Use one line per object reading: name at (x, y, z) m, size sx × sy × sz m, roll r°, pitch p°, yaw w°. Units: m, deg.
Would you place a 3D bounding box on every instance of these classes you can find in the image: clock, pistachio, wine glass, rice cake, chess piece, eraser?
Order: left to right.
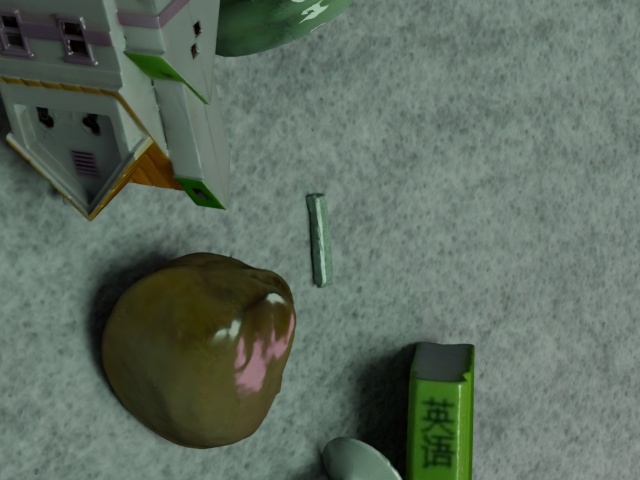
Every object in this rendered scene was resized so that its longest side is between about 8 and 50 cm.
clock at (-0.210, -0.163, 1.630) m, size 0.166 × 0.235 × 0.309 m, roll -54°, pitch 144°, yaw -45°
pistachio at (-0.138, 0.135, 1.830) m, size 0.213 × 0.163 × 0.260 m, roll 1°, pitch 124°, yaw -9°
chess piece at (-0.095, -0.365, 1.746) m, size 0.194 × 0.195 × 0.299 m, roll -41°, pitch 117°, yaw -33°
rice cake at (0.000, 0.000, 2.032) m, size 0.022 × 0.021 × 0.121 m, roll -18°, pitch 110°, yaw -38°
wine glass at (0.001, 0.350, 2.025) m, size 0.196 × 0.165 × 0.165 m, roll -47°, pitch 130°, yaw -39°
eraser at (0.155, 0.287, 2.147) m, size 0.210 × 0.092 × 0.274 m, roll -53°, pitch 146°, yaw -77°
